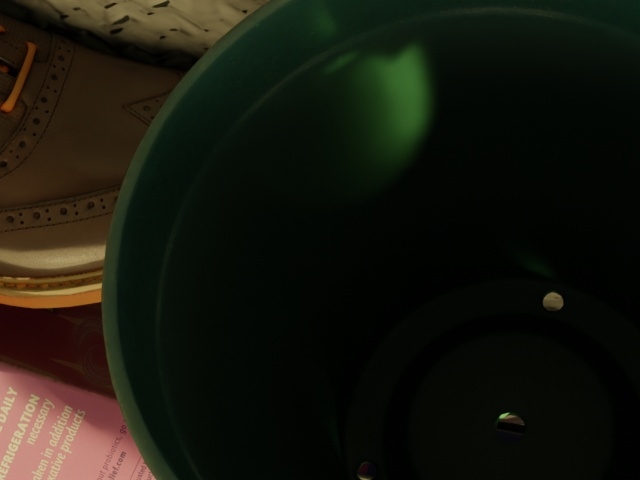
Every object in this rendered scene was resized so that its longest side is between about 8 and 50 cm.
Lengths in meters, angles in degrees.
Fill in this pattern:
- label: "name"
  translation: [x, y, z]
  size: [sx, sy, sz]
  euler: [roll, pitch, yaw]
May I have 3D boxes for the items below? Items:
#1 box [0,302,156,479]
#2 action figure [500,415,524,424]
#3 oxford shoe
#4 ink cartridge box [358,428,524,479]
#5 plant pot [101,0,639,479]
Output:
- label: "box"
  translation: [-0.187, 0.064, 0.904]
  size: [0.243, 0.117, 0.213]
  euler: [20, -158, -15]
- label: "action figure"
  translation: [0.137, 0.099, 0.965]
  size: [0.285, 0.099, 0.185]
  euler: [10, 164, 14]
- label: "oxford shoe"
  translation: [-0.175, -0.058, 0.746]
  size: [0.364, 0.130, 0.132]
  euler: [2, 140, 7]
- label: "ink cartridge box"
  translation: [0.142, 0.177, 1.143]
  size: [0.324, 0.071, 0.330]
  euler: [11, 167, 9]
- label: "plant pot"
  translation: [0.075, 0.054, 0.668]
  size: [0.272, 0.271, 0.255]
  euler: [8, 158, 15]
